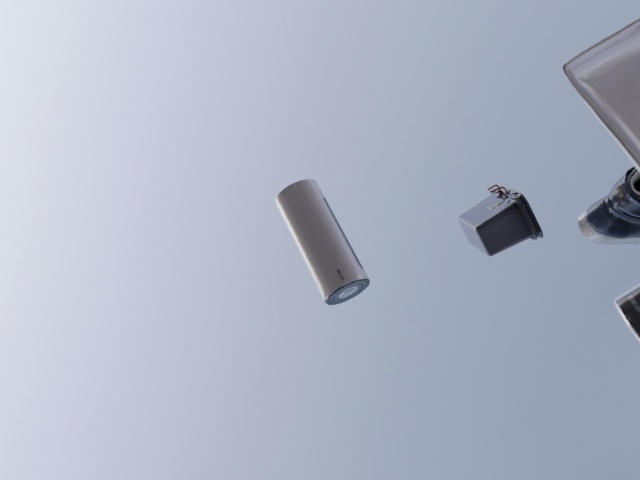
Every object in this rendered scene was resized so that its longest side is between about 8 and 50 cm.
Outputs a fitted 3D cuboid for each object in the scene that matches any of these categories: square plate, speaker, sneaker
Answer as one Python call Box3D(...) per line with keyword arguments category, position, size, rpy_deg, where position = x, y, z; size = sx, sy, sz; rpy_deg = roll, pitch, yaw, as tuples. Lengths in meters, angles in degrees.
Box3D(category="square plate", position=(0.520, -0.153, 0.885), size=(0.344, 0.049, 0.347), rpy_deg=(-32, -97, -16))
Box3D(category="speaker", position=(0.000, 0.000, 0.764), size=(0.055, 0.055, 0.136), rpy_deg=(-35, -113, 17))
Box3D(category="sneaker", position=(0.525, -0.062, 1.034), size=(0.226, 0.163, 0.086), rpy_deg=(-5, -121, -18))

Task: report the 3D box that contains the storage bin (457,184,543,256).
Box3D(category="storage bin", position=(0.284, -0.033, 1.132), size=(0.091, 0.135, 0.098), rpy_deg=(-29, -77, 0))

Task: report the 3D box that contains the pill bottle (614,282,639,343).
Box3D(category="pill bottle", position=(0.568, 0.073, 1.002), size=(0.245, 0.130, 0.130), rpy_deg=(-38, -122, 19))
